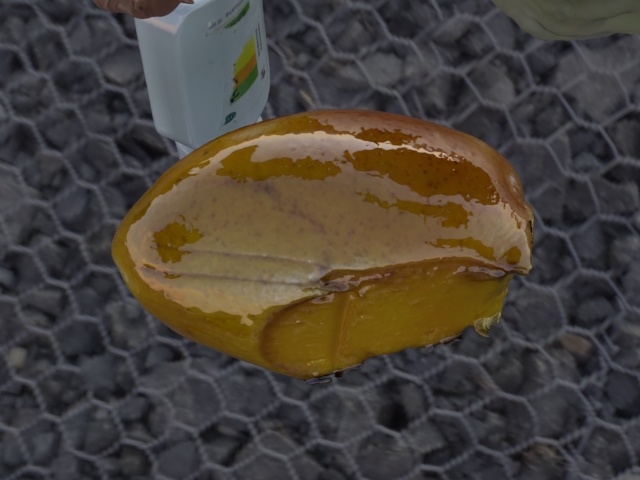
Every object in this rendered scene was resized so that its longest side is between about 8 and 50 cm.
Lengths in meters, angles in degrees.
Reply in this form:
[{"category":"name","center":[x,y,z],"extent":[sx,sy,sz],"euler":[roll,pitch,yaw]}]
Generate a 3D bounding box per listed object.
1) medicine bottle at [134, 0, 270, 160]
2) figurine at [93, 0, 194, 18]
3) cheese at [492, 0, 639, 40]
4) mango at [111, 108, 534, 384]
[{"category":"medicine bottle","center":[-0.126,-0.198,1.691],"extent":[0.111,0.296,0.161],"euler":[26,55,20]},{"category":"figurine","center":[-0.138,-0.236,1.252],"extent":[0.126,0.114,0.157],"euler":[-33,40,-30]},{"category":"cheese","center":[0.136,-0.253,0.757],"extent":[0.326,0.115,0.318],"euler":[-12,91,-17]},{"category":"mango","center":[0.000,0.000,0.897],"extent":[0.252,0.154,0.126],"euler":[-4,31,6]}]
